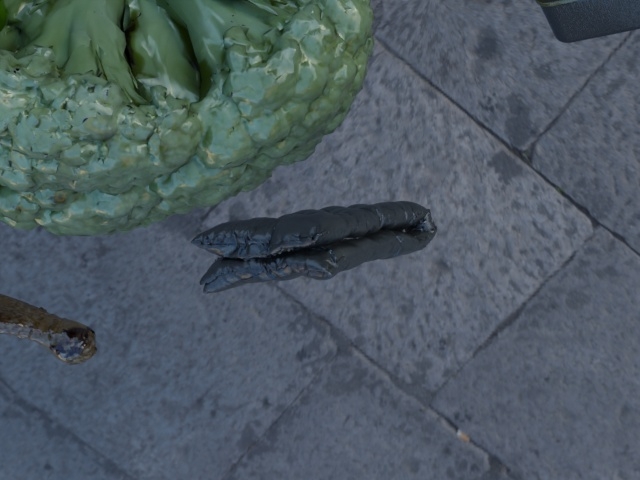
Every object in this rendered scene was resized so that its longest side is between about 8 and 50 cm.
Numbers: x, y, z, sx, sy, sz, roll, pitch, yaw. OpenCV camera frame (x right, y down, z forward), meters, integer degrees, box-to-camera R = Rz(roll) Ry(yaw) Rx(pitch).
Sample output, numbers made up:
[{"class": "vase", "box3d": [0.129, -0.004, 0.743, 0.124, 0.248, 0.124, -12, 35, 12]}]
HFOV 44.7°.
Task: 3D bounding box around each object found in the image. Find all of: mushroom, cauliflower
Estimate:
[{"class": "mushroom", "box3d": [-0.337, 0.072, 0.795, 0.217, 0.227, 0.148, 12, 133, -20]}, {"class": "cauliflower", "box3d": [-0.110, -0.134, 0.408, 0.272, 0.275, 0.250, -19, 115, 0]}]

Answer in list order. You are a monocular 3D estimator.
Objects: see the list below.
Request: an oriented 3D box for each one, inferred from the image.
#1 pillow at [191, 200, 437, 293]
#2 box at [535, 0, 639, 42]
[{"class": "pillow", "box3d": [0.000, 0.000, 1.143, 0.228, 0.326, 0.101, -4, 97, 35]}, {"class": "box", "box3d": [0.399, -0.351, 1.036, 0.201, 0.144, 0.090, -6, 144, 32]}]
